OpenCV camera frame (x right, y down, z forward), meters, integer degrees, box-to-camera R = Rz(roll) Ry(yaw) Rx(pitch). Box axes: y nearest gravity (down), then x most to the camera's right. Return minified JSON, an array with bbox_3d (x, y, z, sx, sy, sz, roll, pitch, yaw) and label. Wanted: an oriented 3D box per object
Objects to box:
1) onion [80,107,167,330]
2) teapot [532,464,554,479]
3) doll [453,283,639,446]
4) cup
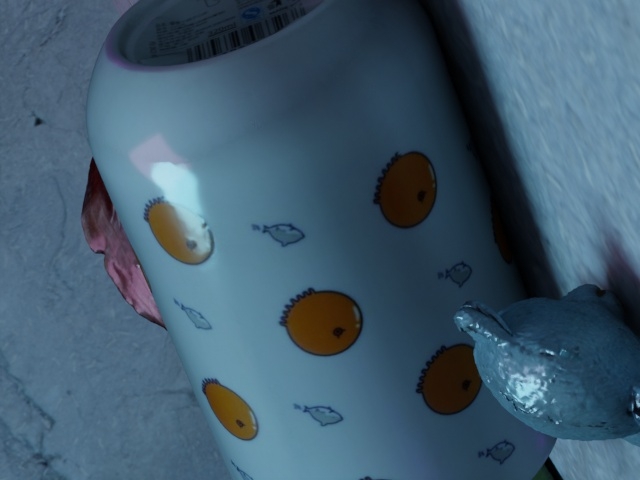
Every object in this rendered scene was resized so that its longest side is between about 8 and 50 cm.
[{"bbox_3d":[-0.094,-0.053,1.454,0.283,0.227,0.120,41,138,19],"label":"onion"},{"bbox_3d":[0.027,0.284,1.346,0.200,0.337,0.270,64,174,0],"label":"teapot"},{"bbox_3d":[0.135,0.060,0.904,0.120,0.075,0.180,23,-175,13],"label":"doll"},{"bbox_3d":[0.000,0.000,1.027,0.212,0.212,0.317,52,165,59],"label":"cup"}]
